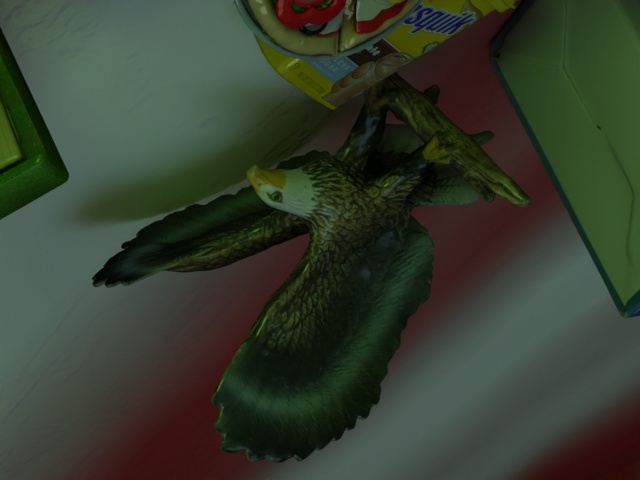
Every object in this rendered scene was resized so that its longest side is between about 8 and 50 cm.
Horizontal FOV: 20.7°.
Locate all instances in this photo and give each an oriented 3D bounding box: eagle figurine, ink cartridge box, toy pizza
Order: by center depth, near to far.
[{"bbox_3d":[0.026,-0.204,1.099,0.201,0.032,0.201,-23,130,-31],"label":"toy pizza"},{"bbox_3d":[-0.008,-0.005,1.392,0.225,0.226,0.298,34,106,-21],"label":"eagle figurine"},{"bbox_3d":[0.372,-0.100,1.466,0.396,0.270,0.151,-6,152,-35],"label":"ink cartridge box"}]

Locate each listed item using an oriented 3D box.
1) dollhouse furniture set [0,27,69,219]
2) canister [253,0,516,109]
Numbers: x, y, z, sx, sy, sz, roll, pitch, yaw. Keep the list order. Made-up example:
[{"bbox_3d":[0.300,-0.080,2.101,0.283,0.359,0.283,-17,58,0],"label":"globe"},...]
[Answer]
[{"bbox_3d":[-0.164,-0.152,1.005,0.302,0.151,0.197,-29,155,9],"label":"dollhouse furniture set"},{"bbox_3d":[0.047,-0.172,1.259,0.170,0.073,0.126,-31,155,17],"label":"canister"}]
